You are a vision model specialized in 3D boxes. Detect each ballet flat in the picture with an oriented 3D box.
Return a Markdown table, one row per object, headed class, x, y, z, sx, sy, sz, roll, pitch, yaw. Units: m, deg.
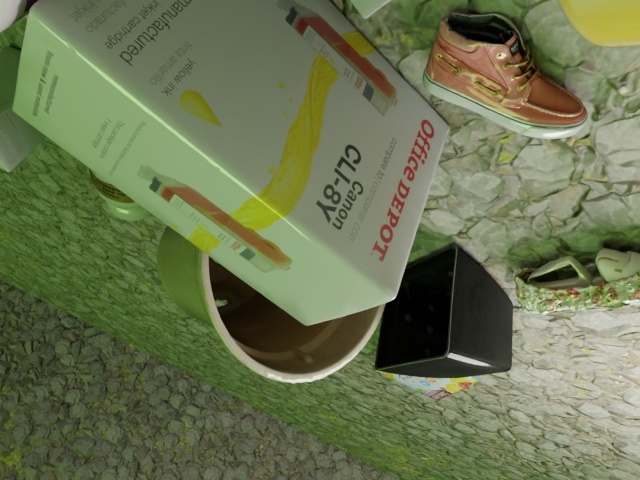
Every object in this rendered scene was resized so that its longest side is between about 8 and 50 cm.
| class | x | y | z | sx | sy | sz | roll | pitch | yaw |
| --- | --- | --- | --- | --- | --- | --- | --- | --- | --- |
| ballet flat | 0.379 | 0.054 | 0.668 | 0.241 | 0.091 | 0.077 | -22 | 102 | 46 |

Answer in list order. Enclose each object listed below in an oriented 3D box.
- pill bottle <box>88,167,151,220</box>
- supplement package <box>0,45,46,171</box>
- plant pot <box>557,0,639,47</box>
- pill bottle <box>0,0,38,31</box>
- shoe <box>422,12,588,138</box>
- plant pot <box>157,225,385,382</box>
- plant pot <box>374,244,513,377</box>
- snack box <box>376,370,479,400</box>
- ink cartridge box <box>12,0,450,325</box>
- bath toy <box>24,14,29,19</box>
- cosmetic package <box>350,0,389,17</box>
| class | x | y | z | sx | sy | sz | roll | pitch | yaw |
| --- | --- | --- | --- | --- | --- | --- | --- | --- | --- |
| pill bottle | -0.347 | -0.134 | 0.864 | 0.131 | 0.131 | 0.229 | 28 | 148 | -2 |
| supplement package | -0.533 | -0.226 | 0.819 | 0.105 | 0.179 | 0.105 | 22 | 148 | 7 |
| plant pot | 0.260 | -0.213 | 0.237 | 0.254 | 0.254 | 0.239 | 46 | 159 | -29 |
| pill bottle | -0.225 | -0.304 | 0.371 | 0.169 | 0.302 | 0.169 | 19 | 148 | 13 |
| shoe | 0.195 | -0.169 | 0.489 | 0.177 | 0.064 | 0.081 | 24 | 153 | 12 |
| plant pot | -0.106 | 0.033 | 0.785 | 0.305 | 0.334 | 0.334 | -3 | 138 | 51 |
| plant pot | 0.224 | 0.148 | 0.829 | 0.166 | 0.188 | 0.188 | 25 | 150 | -21 |
| snack box | 0.242 | 0.282 | 1.098 | 0.174 | 0.070 | 0.207 | 26 | 147 | 1 |
| ink cartridge box | -0.060 | -0.131 | 0.527 | 0.384 | 0.279 | 0.160 | 39 | 144 | -20 |
| bath toy | -0.315 | -0.308 | 0.609 | 0.129 | 0.151 | 0.348 | 48 | 164 | 39 |
| cosmetic package | 0.015 | -0.312 | 0.357 | 0.238 | 0.127 | 0.107 | 40 | 145 | -24 |
